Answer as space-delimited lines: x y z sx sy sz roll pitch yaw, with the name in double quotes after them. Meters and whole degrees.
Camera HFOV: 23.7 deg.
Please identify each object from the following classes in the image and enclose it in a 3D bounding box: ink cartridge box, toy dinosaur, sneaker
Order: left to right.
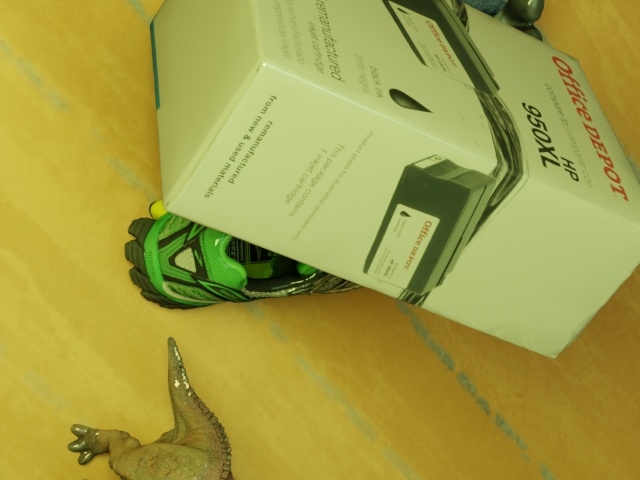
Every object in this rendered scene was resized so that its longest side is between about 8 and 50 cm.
-0.136 0.235 1.287 0.127 0.200 0.296 39 68 -32 "toy dinosaur"
0.000 0.000 1.420 0.343 0.146 0.134 -16 101 -37 "sneaker"
0.066 -0.099 1.326 0.395 0.285 0.166 21 123 -25 "ink cartridge box"

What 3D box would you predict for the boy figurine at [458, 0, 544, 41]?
0.097 -0.237 1.524 0.285 0.092 0.177 3 92 -41 "boy figurine"
